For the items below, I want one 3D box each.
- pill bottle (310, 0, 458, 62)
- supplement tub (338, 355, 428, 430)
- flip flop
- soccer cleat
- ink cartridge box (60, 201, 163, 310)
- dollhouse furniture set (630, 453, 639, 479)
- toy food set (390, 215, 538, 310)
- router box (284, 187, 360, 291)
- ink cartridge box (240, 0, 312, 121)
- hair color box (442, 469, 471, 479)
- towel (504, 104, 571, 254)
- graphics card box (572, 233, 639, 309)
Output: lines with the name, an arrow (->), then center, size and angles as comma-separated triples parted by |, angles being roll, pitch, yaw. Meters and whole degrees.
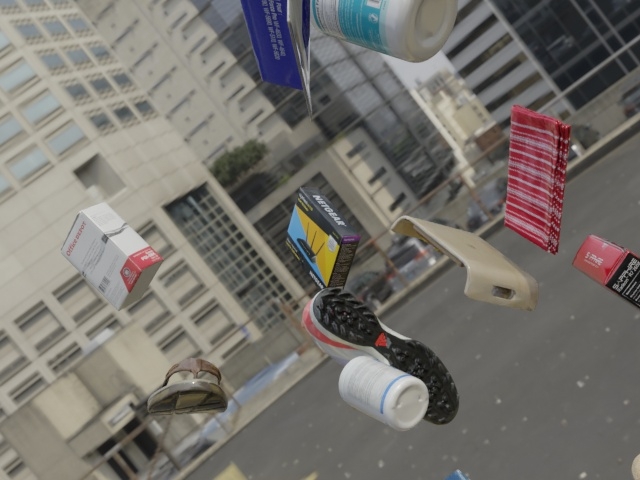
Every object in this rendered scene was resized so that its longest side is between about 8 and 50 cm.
pill bottle -> 0.073, -0.381, 1.276 | 0.146, 0.264, 0.146 | -30, -46, -36
supplement tub -> 0.081, 0.196, 1.046 | 0.071, 0.071, 0.107 | -39, 31, -23
flip flop -> -0.185, 0.213, 1.186 | 0.112, 0.080, 0.277 | -2, -11, -2
soccer cleat -> 0.103, 0.207, 1.414 | 0.109, 0.318, 0.116 | -52, 2, -29
ink cartridge box -> -0.319, 0.023, 1.238 | 0.099, 0.135, 0.056 | -53, -11, 34
dollhouse furniture set -> 0.503, 0.318, 1.209 | 0.362, 0.256, 0.394 | 70, -141, -60
toy food set -> 0.314, 0.052, 1.802 | 0.306, 0.219, 0.092 | 44, 115, 51
router box -> 0.000, 0.000, 1.532 | 0.046, 0.179, 0.133 | -2, -57, -31
ink cartridge box -> -0.049, -0.311, 0.920 | 0.065, 0.333, 0.165 | -5, -31, 5
hair color box -> 0.088, 0.445, 0.990 | 0.347, 0.174, 0.105 | -38, 47, 5
towel -> 0.433, -0.128, 1.653 | 0.031, 0.275, 0.199 | -7, 22, -15
graphics card box -> 0.733, 0.133, 1.715 | 0.094, 0.371, 0.233 | -58, 4, 7
